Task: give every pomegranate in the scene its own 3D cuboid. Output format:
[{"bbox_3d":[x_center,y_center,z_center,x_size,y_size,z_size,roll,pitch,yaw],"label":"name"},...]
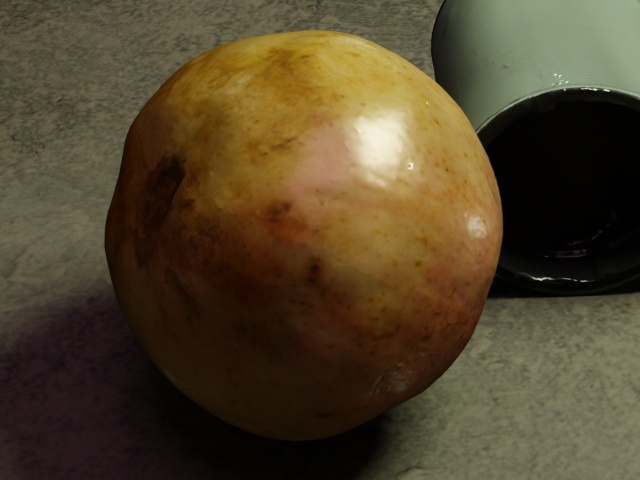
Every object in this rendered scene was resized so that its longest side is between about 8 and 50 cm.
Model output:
[{"bbox_3d":[0.000,0.000,1.499,0.338,0.338,0.338,-2,36,1],"label":"pomegranate"}]

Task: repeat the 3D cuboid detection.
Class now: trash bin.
[{"bbox_3d":[0.215,-0.114,1.695,0.277,0.217,0.262,-31,32,19],"label":"trash bin"}]
